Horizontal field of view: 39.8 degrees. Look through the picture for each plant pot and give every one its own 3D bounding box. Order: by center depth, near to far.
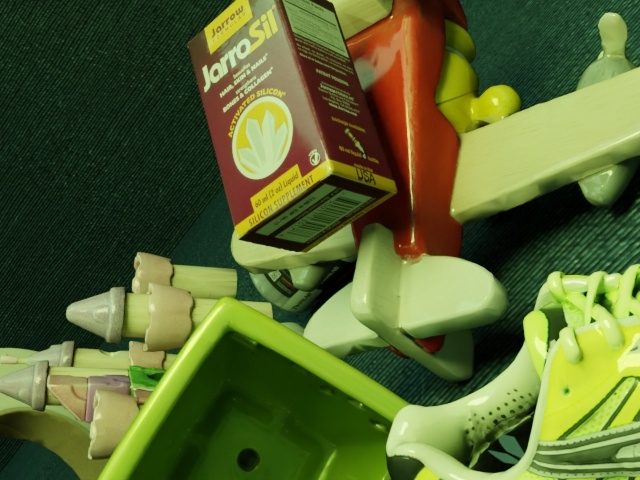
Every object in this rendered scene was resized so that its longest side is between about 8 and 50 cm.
[{"bbox_3d":[-0.050,0.195,0.708,0.228,0.227,0.207,-58,6,-10],"label":"plant pot"}]

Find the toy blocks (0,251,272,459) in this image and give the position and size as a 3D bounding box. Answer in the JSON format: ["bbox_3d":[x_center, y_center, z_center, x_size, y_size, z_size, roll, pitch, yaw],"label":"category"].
[{"bbox_3d":[-0.213,0.178,0.934,0.288,0.260,0.308,-156,71,-74],"label":"toy blocks"}]

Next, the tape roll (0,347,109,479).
[{"bbox_3d":[-0.343,0.303,1.039,0.072,0.392,0.392,-46,18,29],"label":"tape roll"}]

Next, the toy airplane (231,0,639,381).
[{"bbox_3d":[0.106,-0.059,0.808,0.386,0.272,0.384,39,107,39],"label":"toy airplane"}]

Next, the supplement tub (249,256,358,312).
[{"bbox_3d":[0.000,0.000,1.164,0.190,0.117,0.117,-45,18,32],"label":"supplement tub"}]

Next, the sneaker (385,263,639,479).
[{"bbox_3d":[0.188,0.063,0.422,0.384,0.147,0.145,-46,16,26],"label":"sneaker"}]

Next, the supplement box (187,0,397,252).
[{"bbox_3d":[-0.026,-0.099,0.694,0.104,0.081,0.188,-33,61,32],"label":"supplement box"}]

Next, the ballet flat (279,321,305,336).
[{"bbox_3d":[-0.058,0.150,1.076,0.096,0.095,0.280,-53,13,-29],"label":"ballet flat"}]
